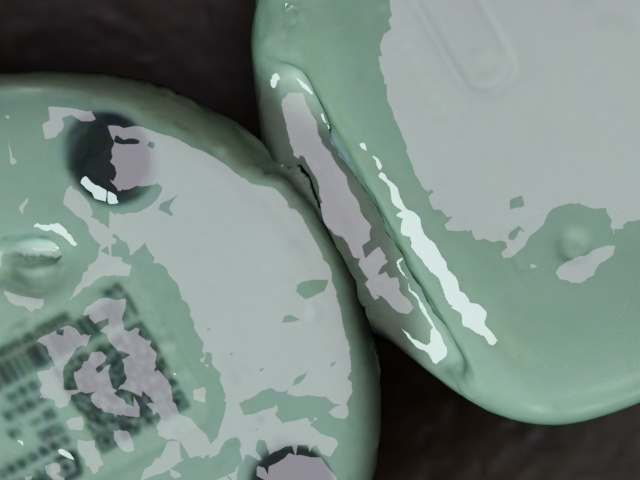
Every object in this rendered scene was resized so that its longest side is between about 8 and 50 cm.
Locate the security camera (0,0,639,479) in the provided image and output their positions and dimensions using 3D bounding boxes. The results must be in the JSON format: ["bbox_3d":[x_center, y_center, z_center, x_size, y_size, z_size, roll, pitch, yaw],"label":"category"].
[{"bbox_3d":[0.000,0.000,0.487,0.301,0.080,0.157,-29,95,4],"label":"security camera"}]
